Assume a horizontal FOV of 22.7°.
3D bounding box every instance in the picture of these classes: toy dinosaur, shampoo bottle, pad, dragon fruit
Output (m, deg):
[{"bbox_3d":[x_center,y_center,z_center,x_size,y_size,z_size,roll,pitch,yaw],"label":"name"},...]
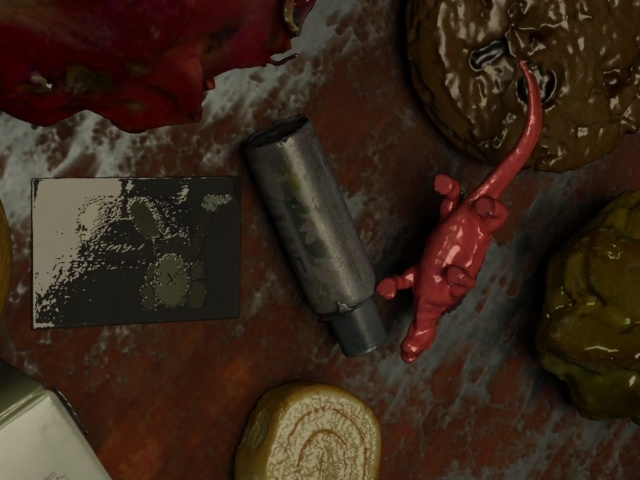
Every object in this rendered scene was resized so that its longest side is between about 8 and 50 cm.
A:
[{"bbox_3d":[0.146,-0.015,1.448,0.286,0.070,0.139,-63,153,-3],"label":"toy dinosaur"},{"bbox_3d":[0.000,0.000,1.403,0.072,0.072,0.214,-29,106,-21],"label":"shampoo bottle"},{"bbox_3d":[-0.155,0.009,1.364,0.190,0.004,0.127,-2,95,-25],"label":"pad"},{"bbox_3d":[-0.162,-0.232,1.144,0.386,0.249,0.371,29,116,-18],"label":"dragon fruit"}]

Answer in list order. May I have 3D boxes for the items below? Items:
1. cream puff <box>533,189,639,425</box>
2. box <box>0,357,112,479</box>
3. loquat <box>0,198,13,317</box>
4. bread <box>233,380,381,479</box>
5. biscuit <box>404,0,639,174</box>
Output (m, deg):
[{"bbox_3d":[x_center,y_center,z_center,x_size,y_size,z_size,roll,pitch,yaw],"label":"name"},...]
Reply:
[{"bbox_3d":[0.320,0.073,1.517,0.244,0.196,0.244,0,88,3],"label":"cream puff"},{"bbox_3d":[-0.201,0.243,1.252,0.106,0.200,0.299,-35,109,-18],"label":"box"},{"bbox_3d":[-0.333,0.003,1.147,0.243,0.244,0.244,-2,95,-26],"label":"loquat"},{"bbox_3d":[-0.013,0.199,1.416,0.122,0.073,0.149,13,86,-21],"label":"bread"},{"bbox_3d":[0.211,-0.198,1.485,0.296,0.075,0.296,-3,98,-26],"label":"biscuit"}]
